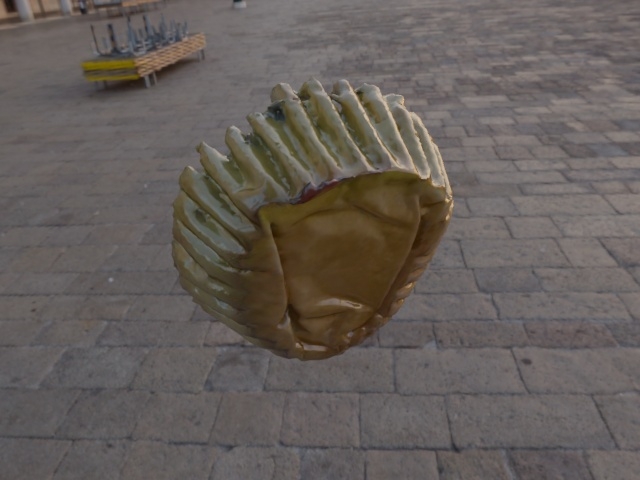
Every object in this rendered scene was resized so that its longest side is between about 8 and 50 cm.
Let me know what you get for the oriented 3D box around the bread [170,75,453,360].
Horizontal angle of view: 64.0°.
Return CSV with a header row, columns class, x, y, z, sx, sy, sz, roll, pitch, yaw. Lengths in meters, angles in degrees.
class,x,y,z,sx,sy,sz,roll,pitch,yaw
bread,0.000,0.000,0.465,0.274,0.274,0.149,-12,44,-14
